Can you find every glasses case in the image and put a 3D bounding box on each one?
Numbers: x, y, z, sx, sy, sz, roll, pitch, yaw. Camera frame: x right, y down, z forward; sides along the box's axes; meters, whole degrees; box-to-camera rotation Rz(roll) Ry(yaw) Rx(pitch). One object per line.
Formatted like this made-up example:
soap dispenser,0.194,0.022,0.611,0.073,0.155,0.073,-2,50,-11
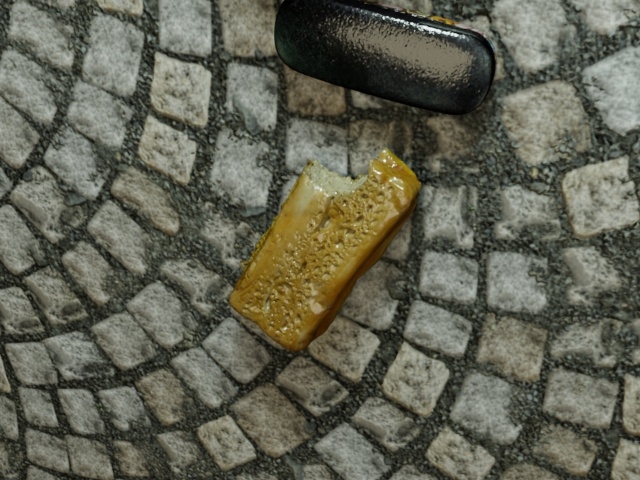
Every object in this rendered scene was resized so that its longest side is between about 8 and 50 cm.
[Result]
glasses case,0.087,-0.267,1.333,0.321,0.082,0.122,18,122,13

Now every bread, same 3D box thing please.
bread,0.000,0.000,1.497,0.185,0.109,0.380,41,122,9
